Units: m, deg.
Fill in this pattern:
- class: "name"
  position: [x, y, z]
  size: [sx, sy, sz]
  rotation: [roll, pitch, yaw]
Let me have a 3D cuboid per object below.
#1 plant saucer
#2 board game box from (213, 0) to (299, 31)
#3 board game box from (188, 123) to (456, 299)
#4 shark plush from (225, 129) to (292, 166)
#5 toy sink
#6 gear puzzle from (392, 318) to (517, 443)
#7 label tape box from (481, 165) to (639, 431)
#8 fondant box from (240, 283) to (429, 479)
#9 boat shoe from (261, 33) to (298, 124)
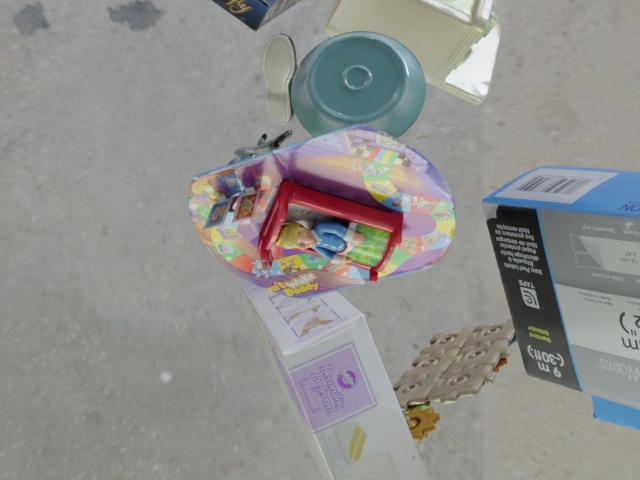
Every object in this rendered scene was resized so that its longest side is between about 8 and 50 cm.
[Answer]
- class: "plant saucer"
  position: [0.032, -0.136, 0.762]
  size: [0.119, 0.021, 0.119]
  rotation: [-2, 69, 5]
- class: "board game box"
  position: [-0.141, -0.374, 1.119]
  size: [0.243, 0.165, 0.042]
  rotation: [36, 125, 0]
- class: "board game box"
  position: [0.000, 0.000, 0.543]
  size: [0.168, 0.033, 0.133]
  rotation: [-15, 135, 24]
- class: "shark plush"
  position: [-0.114, -0.166, 1.576]
  size: [0.073, 0.161, 0.067]
  rotation: [21, 58, -21]
- class: "toy sink"
  position: [0.147, -0.305, 1.115]
  size: [0.234, 0.131, 0.153]
  rotation: [24, 59, -10]
- class: "gear puzzle"
  position: [0.188, 0.211, 1.271]
  size: [0.175, 0.339, 0.044]
  rotation: [-16, 102, 33]
- class: "label tape box"
  position: [0.334, 0.100, 0.951]
  size: [0.115, 0.249, 0.348]
  rotation: [-26, 110, -28]
- class: "fondant box"
  position: [0.011, 0.172, 1.009]
  size: [0.096, 0.330, 0.238]
  rotation: [-24, 102, -9]
- class: "boat shoe"
  position: [-0.045, -0.209, 1.117]
  size: [0.046, 0.038, 0.125]
  rotation: [18, 132, 24]
